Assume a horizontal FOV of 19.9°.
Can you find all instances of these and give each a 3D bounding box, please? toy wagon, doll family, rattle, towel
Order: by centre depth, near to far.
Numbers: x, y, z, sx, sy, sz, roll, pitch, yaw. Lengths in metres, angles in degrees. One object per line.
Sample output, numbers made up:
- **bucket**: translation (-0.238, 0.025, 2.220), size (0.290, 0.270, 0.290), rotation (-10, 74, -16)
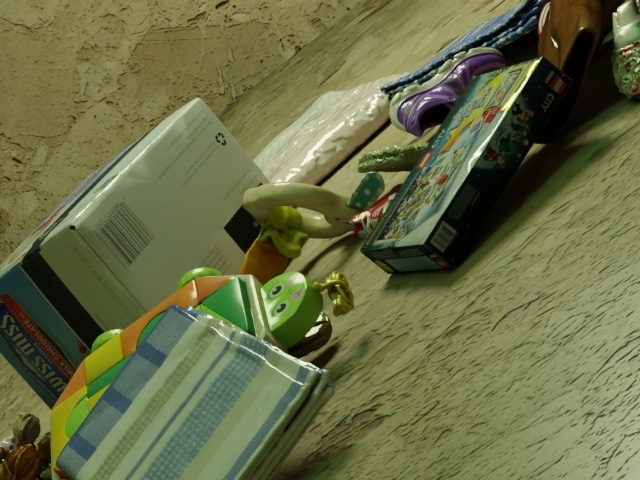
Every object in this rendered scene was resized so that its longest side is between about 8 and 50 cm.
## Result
- **towel**: translation (-0.119, 0.169, 1.643), size (0.209, 0.034, 0.285), rotation (-53, 32, -10)
- **toy wagon**: translation (-0.122, 0.124, 1.797), size (0.344, 0.068, 0.267), rotation (-36, 31, 12)
- **towel**: translation (0.110, -0.095, 2.073), size (0.110, 0.027, 0.148), rotation (-4, -1, -18)
- **rattle**: translation (0.000, 0.000, 2.110), size (0.199, 0.130, 0.143), rotation (3, 53, 26)
- **doll family**: translation (-0.368, 0.280, 2.113), size (0.163, 0.118, 0.263), rotation (-44, -7, 8)
- **towel**: translation (0.250, -0.297, 2.437), size (0.243, 0.040, 0.336), rotation (-37, 8, -38)
- **towel**: translation (-0.033, -0.122, 2.682), size (0.332, 0.053, 0.317), rotation (-43, 13, -14)

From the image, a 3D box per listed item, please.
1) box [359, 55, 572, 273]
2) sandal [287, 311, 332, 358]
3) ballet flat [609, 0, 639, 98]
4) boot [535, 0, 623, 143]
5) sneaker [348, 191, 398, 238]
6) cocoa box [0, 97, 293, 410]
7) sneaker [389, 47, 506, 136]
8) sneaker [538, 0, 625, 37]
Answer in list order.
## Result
- **box**: translation (0.146, -0.073, 1.845), size (0.233, 0.044, 0.159), rotation (-57, 16, -14)
- **sandal**: translation (-0.061, 0.127, 1.844), size (0.180, 0.049, 0.072), rotation (-24, 32, 19)
- **ballet flat**: translation (0.338, -0.225, 1.879), size (0.091, 0.077, 0.241), rotation (-29, 16, 31)
- **boot**: translation (0.286, -0.267, 1.949), size (0.264, 0.096, 0.280), rotation (-61, -1, 29)
- **sneaker**: translation (0.065, -0.017, 2.010), size (0.067, 0.042, 0.118), rotation (-33, 5, 11)
- **cocoa box**: translation (-0.221, 0.032, 2.226), size (0.228, 0.231, 0.347), rotation (-31, 14, 36)
- **sneaker**: translation (0.170, -0.179, 2.297), size (0.170, 0.068, 0.071), rotation (-34, 46, -14)
- **sneaker**: translation (0.341, -0.318, 2.203), size (0.221, 0.087, 0.128), rotation (-41, 13, -16)
